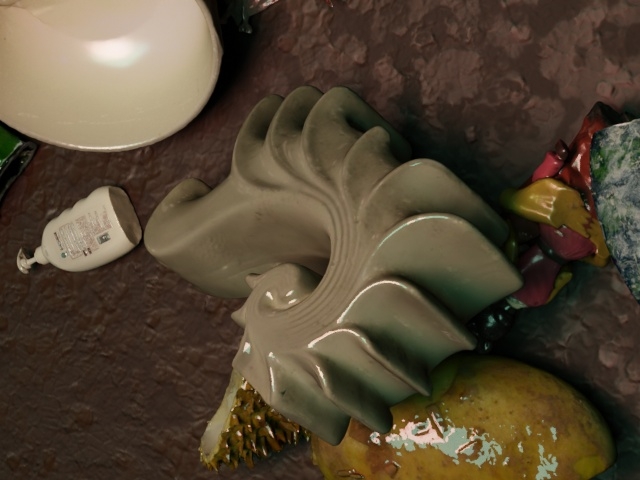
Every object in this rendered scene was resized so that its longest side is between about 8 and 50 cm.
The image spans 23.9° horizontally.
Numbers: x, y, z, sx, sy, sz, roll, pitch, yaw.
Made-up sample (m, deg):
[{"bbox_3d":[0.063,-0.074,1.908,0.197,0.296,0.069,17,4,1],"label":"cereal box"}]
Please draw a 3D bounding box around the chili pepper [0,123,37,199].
[{"bbox_3d":[-0.458,-0.128,1.688,0.270,0.099,0.136,38,118,12],"label":"chili pepper"}]

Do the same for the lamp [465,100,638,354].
[{"bbox_3d":[0.211,-0.008,1.388,0.118,0.118,0.253,44,114,15],"label":"lamp"}]

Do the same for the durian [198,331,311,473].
[{"bbox_3d":[-0.057,0.141,1.532,0.139,0.144,0.252,31,114,42],"label":"durian"}]

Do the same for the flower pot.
[{"bbox_3d":[0.000,0.000,1.385,0.254,0.164,0.367,-48,42,4],"label":"flower pot"}]

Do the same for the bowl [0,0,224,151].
[{"bbox_3d":[-0.229,-0.233,1.517,0.277,0.145,0.277,1,134,1],"label":"bowl"}]

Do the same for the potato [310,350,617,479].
[{"bbox_3d":[0.129,0.192,1.426,0.298,0.141,0.176,1,106,25],"label":"potato"}]

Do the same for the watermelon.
[{"bbox_3d":[0.379,-0.009,1.272,0.318,0.226,0.148,46,141,-15],"label":"watermelon"}]

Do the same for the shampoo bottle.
[{"bbox_3d":[-0.269,0.002,1.642,0.152,0.045,0.077,-26,86,23],"label":"shampoo bottle"}]

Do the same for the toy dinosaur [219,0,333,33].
[{"bbox_3d":[-0.079,-0.269,1.536,0.220,0.032,0.108,23,107,23],"label":"toy dinosaur"}]
